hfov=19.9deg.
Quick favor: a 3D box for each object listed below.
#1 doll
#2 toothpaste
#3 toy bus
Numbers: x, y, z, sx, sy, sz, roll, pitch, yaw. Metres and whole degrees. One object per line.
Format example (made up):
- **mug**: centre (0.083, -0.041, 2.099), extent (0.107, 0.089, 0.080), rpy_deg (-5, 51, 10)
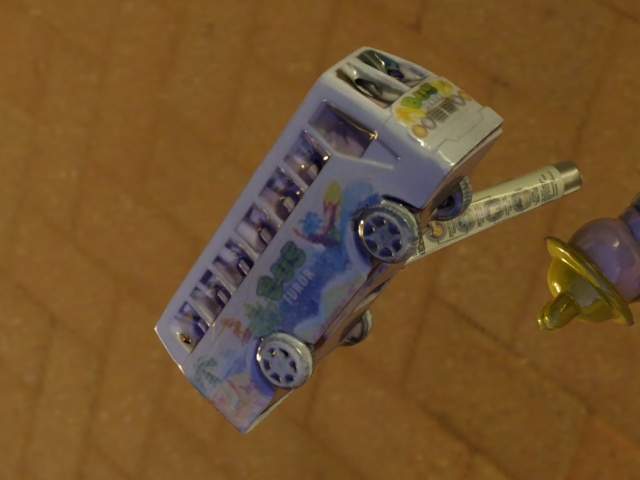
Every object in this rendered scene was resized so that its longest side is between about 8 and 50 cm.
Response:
- **doll**: centre (0.268, -0.008, 1.436), extent (0.099, 0.241, 0.135), rpy_deg (55, 177, -28)
- **toothpaste**: centre (0.180, -0.035, 1.992), extent (0.039, 0.239, 0.062), rpy_deg (27, 134, 60)
- **toy bus**: centre (0.000, 0.000, 1.372), extent (0.136, 0.109, 0.329), rpy_deg (43, 128, 9)
